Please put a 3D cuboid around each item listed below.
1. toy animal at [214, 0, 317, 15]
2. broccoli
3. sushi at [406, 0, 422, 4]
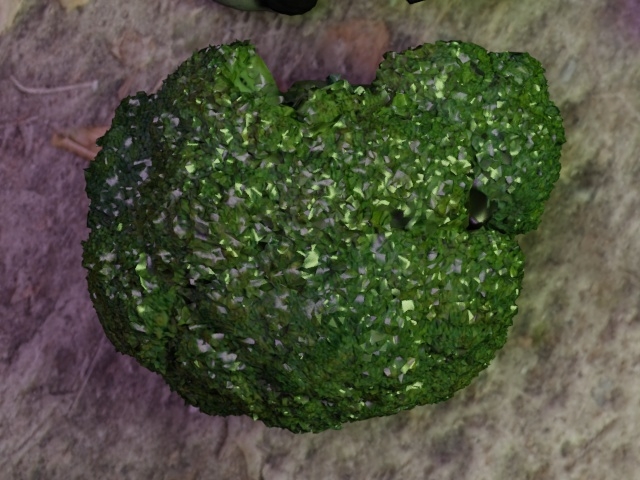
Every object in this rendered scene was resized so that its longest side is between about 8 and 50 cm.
[{"bbox_3d":[-0.092,-0.258,1.649,0.225,0.121,0.094,11,61,20],"label":"toy animal"},{"bbox_3d":[-0.007,-0.004,1.512,0.413,0.321,0.310,-46,63,29],"label":"broccoli"},{"bbox_3d":[0.073,-0.323,1.561,0.212,0.215,0.227,-12,103,24],"label":"sushi"}]
